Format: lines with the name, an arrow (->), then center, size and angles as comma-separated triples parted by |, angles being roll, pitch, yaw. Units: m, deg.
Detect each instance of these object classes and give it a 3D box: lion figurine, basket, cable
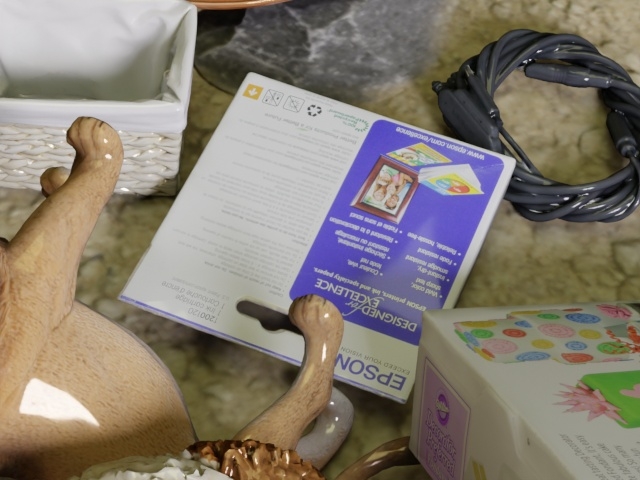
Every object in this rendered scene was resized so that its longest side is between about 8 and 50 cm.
lion figurine -> -0.121, 0.098, 0.862 | 0.392, 0.142, 0.240 | 36, 61, -12
basket -> -0.171, -0.100, 1.098 | 0.167, 0.103, 0.113 | 2, 52, -1
cable -> 0.178, -0.081, 1.147 | 0.151, 0.047, 0.184 | -21, 53, -25

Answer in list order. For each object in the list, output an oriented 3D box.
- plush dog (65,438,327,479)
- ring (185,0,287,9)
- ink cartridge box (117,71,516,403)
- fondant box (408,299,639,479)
plush dog -> -0.069, 0.214, 0.756 | 0.262, 0.210, 0.225 | -25, 80, -20
ring -> -0.084, -0.306, 1.309 | 0.337, 0.032, 0.336 | 1, 54, -1
ink cartridge box -> 0.000, 0.000, 1.060 | 0.206, 0.045, 0.208 | 20, 59, 13
fondant box -> 0.243, 0.116, 0.859 | 0.330, 0.096, 0.238 | -1, 20, -17
